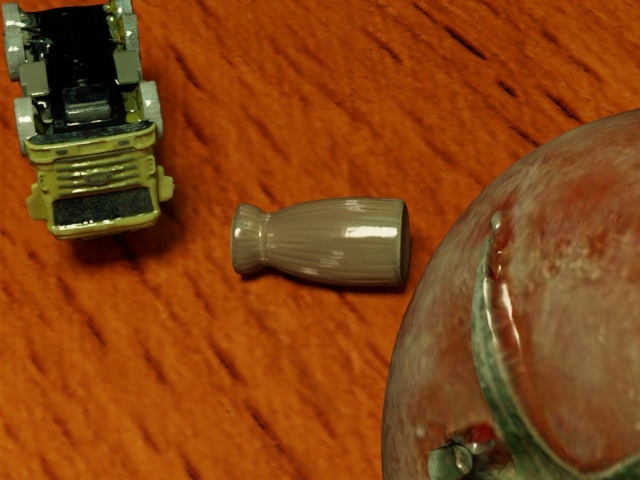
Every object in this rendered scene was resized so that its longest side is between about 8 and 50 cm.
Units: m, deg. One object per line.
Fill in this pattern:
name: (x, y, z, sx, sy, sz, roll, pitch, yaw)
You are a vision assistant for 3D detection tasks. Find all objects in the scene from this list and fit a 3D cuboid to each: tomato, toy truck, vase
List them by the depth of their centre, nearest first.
tomato: (0.173, 0.095, 0.732, 0.282, 0.316, 0.317, -15, 41, -38)
vase: (0.000, 0.000, 1.032, 0.101, 0.053, 0.053, 2, 43, 9)
toy truck: (-0.141, -0.069, 1.069, 0.085, 0.116, 0.191, -10, 34, -8)
